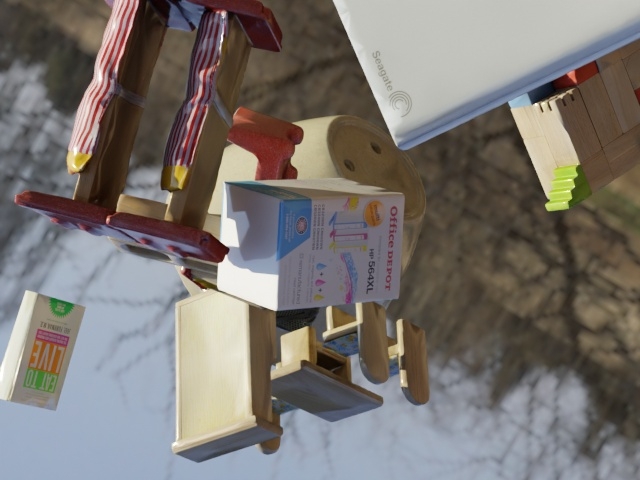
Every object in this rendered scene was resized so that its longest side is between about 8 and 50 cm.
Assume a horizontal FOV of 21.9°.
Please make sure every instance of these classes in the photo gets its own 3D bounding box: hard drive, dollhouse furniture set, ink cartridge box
[{"bbox_3d":[0.196,-0.275,1.743,0.233,0.353,0.047,67,-166,10],"label":"hard drive"},{"bbox_3d":[-0.033,0.161,1.700,0.212,0.161,0.242,-22,146,32],"label":"dollhouse furniture set"},{"bbox_3d":[-0.117,-0.075,1.424,0.152,0.201,0.374,13,172,8],"label":"dollhouse furniture set"},{"bbox_3d":[0.000,0.000,1.359,0.143,0.092,0.090,-4,-167,-35],"label":"ink cartridge box"}]

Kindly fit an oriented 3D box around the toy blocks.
[{"bbox_3d":[0.404,-0.240,2.368,0.190,0.381,0.261,-6,112,58],"label":"toy blocks"}]

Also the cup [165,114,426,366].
[{"bbox_3d":[-0.001,-0.027,2.150,0.331,0.237,0.331,31,-144,-26],"label":"cup"}]

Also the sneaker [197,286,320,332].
[{"bbox_3d":[-0.008,0.037,1.790,0.227,0.087,0.130,-16,151,30],"label":"sneaker"}]

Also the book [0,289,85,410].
[{"bbox_3d":[-0.367,0.146,2.171,0.035,0.144,0.096,11,174,37],"label":"book"}]
